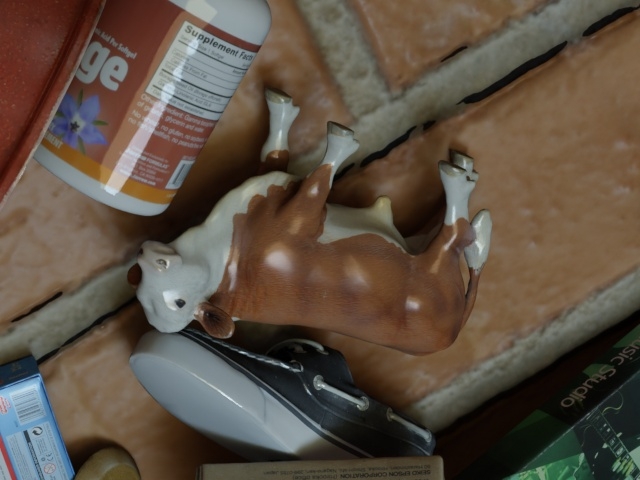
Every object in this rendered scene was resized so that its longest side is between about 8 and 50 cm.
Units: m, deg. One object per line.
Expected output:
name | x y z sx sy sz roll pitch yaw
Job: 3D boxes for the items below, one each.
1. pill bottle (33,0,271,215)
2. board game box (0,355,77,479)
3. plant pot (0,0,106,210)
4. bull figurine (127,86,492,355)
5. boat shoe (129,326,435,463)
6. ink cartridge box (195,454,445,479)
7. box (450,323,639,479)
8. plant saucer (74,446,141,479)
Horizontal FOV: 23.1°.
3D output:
pill bottle | -0.111 -0.136 1.092 0.121 0.121 0.216 25 102 -27
board game box | -0.300 0.197 1.220 0.211 0.039 0.160 -19 118 -12
plant pot | -0.306 -0.133 0.962 0.265 0.272 0.272 29 101 -19
bull figurine | 0.000 0.000 1.196 0.310 0.101 0.188 14 106 -35
boat shoe | -0.019 0.128 1.255 0.301 0.108 0.102 33 65 -28
ink cartridge box | 0.011 0.271 1.258 0.193 0.088 0.235 -4 140 5
box | 0.265 0.221 1.376 0.322 0.058 0.232 -38 121 -18
plant saucer | -0.169 0.209 1.258 0.083 0.015 0.083 -15 109 -51
